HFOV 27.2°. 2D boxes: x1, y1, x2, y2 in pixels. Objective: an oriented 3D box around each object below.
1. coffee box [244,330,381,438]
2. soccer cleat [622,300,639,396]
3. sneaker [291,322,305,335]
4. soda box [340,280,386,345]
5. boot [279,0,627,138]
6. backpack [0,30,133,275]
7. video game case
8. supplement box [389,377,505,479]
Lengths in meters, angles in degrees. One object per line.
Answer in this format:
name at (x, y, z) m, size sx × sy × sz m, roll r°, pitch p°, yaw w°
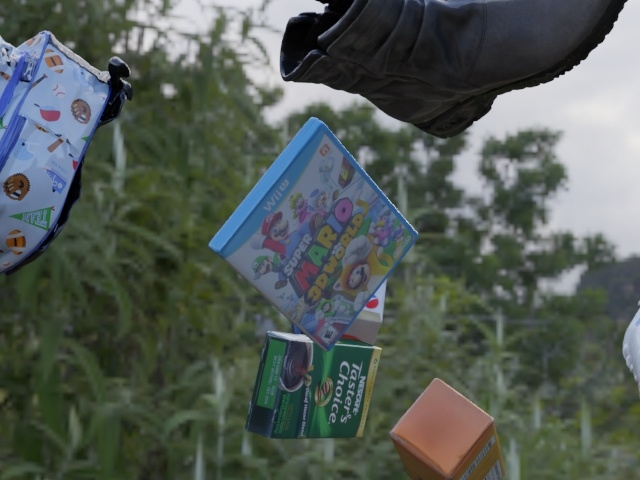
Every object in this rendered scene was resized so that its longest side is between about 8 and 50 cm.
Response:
coffee box at (-0.004, 0.163, 1.473) m, size 0.040 × 0.113 × 0.184 m, roll 13°, pitch -1°, yaw 35°
soccer cleat at (0.486, 0.174, 1.869) m, size 0.143 × 0.331 × 0.116 m, roll -28°, pitch -72°, yaw 38°
sneaker at (0.010, 0.095, 2.016) m, size 0.053 × 0.144 × 0.059 m, roll 28°, pitch 12°, yaw -47°
soda box at (0.027, 0.115, 1.655) m, size 0.074 × 0.069 × 0.216 m, roll 10°, pitch -32°, yaw -3°
boot at (0.123, -0.218, 1.282) m, size 0.223 × 0.118 × 0.338 m, roll 17°, pitch -39°, yaw -32°
backpack at (-0.374, -0.091, 1.505) m, size 0.213 × 0.263 × 0.276 m, roll 26°, pitch -36°, yaw -31°
video game case at (0.000, 0.000, 0.980) m, size 0.015 × 0.119 × 0.166 m, roll 33°, pitch -9°, yaw 41°
supplement box at (0.134, 0.221, 1.358) m, size 0.078 × 0.080 × 0.233 m, roll 35°, pitch -14°, yaw 21°
